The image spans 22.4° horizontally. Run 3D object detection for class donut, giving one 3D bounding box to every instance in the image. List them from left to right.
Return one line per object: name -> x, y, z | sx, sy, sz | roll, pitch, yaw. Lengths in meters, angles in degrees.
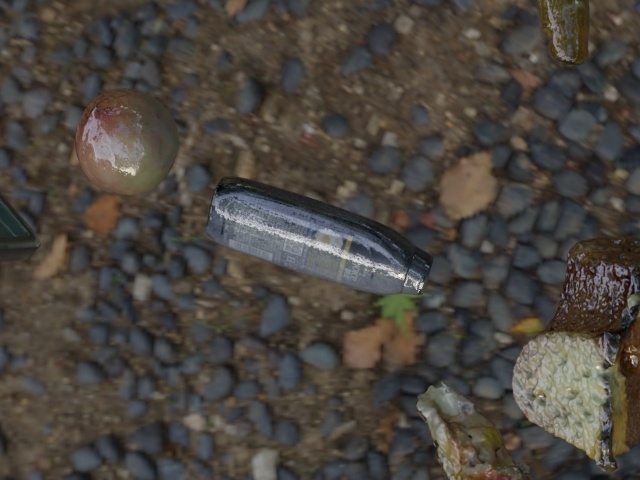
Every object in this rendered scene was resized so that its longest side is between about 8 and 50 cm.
donut -> 0.254, 0.092, 1.413 | 0.126, 0.144, 0.186 | 18, 102, 40

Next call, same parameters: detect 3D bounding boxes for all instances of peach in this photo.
peach -> -0.148, -0.076, 1.229 | 0.083, 0.083, 0.083 | -2, 85, 21

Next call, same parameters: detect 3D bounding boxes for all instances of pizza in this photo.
pizza -> 0.130, 0.173, 1.096 | 0.052, 0.185, 0.195 | -44, 66, 22

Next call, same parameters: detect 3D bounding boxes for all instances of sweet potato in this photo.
sweet potato -> 0.180, -0.301, 1.300 | 0.108, 0.079, 0.346 | -40, 55, 39

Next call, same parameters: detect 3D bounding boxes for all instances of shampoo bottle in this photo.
shampoo bottle -> 0.000, 0.000, 1.655 | 0.234, 0.049, 0.087 | 18, 131, 6

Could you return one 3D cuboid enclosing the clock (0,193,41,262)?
clock -> -0.510, -0.070, 2.053 | 0.049, 0.279, 0.273 | -46, 78, 14
